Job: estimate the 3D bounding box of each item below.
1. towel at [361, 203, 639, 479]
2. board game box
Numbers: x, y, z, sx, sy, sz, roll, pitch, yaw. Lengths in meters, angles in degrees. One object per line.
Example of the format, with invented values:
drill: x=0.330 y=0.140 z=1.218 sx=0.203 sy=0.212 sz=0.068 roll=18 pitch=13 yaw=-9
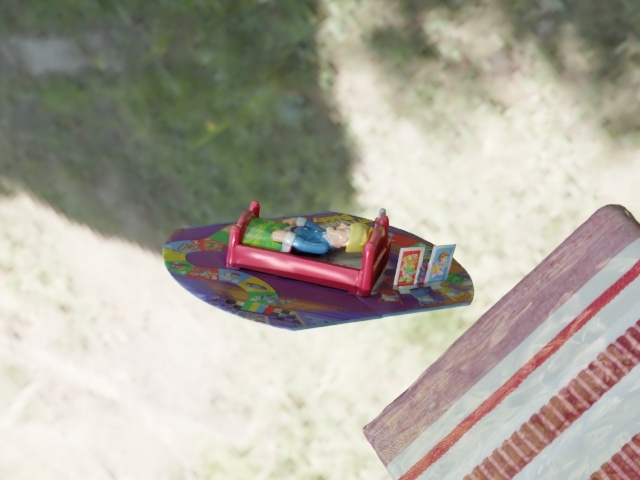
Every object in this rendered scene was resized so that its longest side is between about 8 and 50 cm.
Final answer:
towel: x=0.163 y=0.121 z=1.146 sx=0.037 sy=0.237 sz=0.329 roll=44 pitch=-174 yaw=-27
board game box: x=0.000 y=0.000 z=1.010 sx=0.133 sy=0.169 sz=0.033 roll=37 pitch=125 yaw=49
